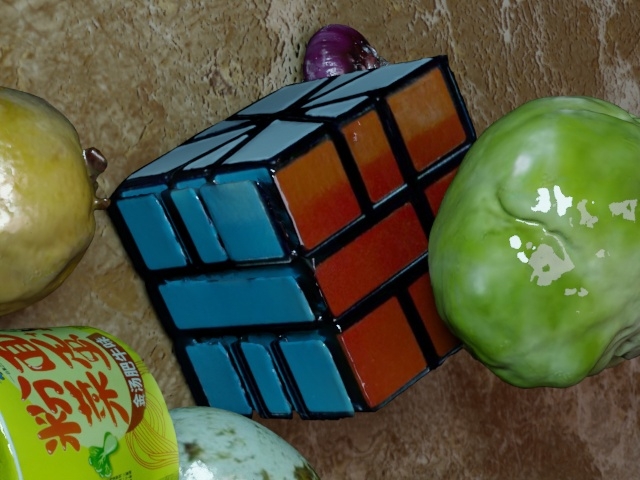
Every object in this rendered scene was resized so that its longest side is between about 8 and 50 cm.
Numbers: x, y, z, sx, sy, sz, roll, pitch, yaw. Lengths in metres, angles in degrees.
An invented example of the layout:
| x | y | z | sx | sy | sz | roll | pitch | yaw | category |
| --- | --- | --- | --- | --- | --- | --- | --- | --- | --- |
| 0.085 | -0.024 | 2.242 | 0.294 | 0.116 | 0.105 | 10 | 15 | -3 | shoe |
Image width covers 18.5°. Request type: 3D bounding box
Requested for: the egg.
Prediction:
| x | y | z | sx | sy | sz | roll | pitch | yaw | category |
| --- | --- | --- | --- | --- | --- | --- | --- | --- | --- |
| -0.102 | 0.255 | 1.978 | 0.231 | 0.169 | 0.169 | 12 | 78 | -13 | egg |

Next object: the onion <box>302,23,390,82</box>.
| x | y | z | sx | sy | sz | roll | pitch | yaw | category |
| --- | --- | --- | --- | --- | --- | --- | --- | --- | --- |
| 0.030 | -0.186 | 2.174 | 0.115 | 0.104 | 0.115 | 21 | 63 | -51 | onion |

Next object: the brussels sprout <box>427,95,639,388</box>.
| x | y | z | sx | sy | sz | roll | pitch | yaw | category |
| --- | --- | --- | --- | --- | --- | --- | --- | --- | --- |
| 0.244 | -0.002 | 1.883 | 0.317 | 0.243 | 0.273 | -6 | 97 | -43 | brussels sprout |

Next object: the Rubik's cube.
| x | y | z | sx | sy | sz | roll | pitch | yaw | category |
| --- | --- | --- | --- | --- | --- | --- | --- | --- | --- |
| 0.000 | 0.000 | 2.020 | 0.293 | 0.288 | 0.283 | -31 | 107 | -38 | Rubik's cube |

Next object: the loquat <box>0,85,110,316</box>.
| x | y | z | sx | sy | sz | roll | pitch | yaw | category |
| --- | --- | --- | --- | --- | --- | --- | --- | --- | --- |
| -0.322 | -0.039 | 1.832 | 0.238 | 0.193 | 0.238 | 5 | 73 | -16 | loquat |

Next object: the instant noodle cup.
| x | y | z | sx | sy | sz | roll | pitch | yaw | category |
| --- | --- | --- | --- | --- | --- | --- | --- | --- | --- |
| -0.289 | 0.206 | 1.791 | 0.221 | 0.311 | 0.311 | -10 | 92 | -49 | instant noodle cup |
